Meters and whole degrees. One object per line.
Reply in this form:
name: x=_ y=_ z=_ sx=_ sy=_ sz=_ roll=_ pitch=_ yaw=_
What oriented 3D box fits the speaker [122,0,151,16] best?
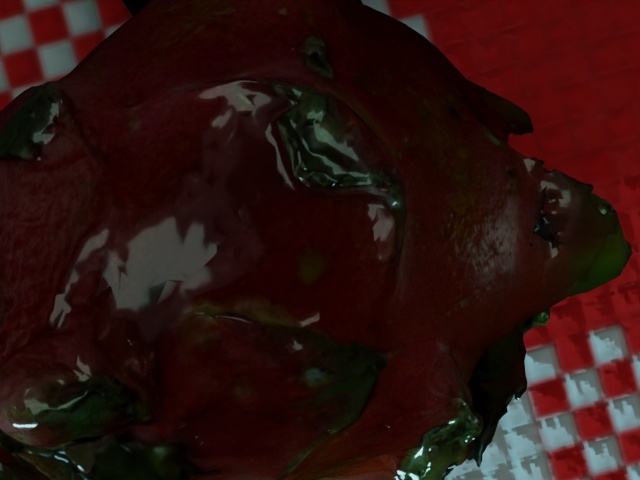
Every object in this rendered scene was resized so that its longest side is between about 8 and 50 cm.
speaker: x=-0.044 y=-0.217 z=0.485 sx=0.192 sy=0.153 sz=0.231 roll=-32 pitch=89 yaw=-2

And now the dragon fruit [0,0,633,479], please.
dragon fruit: x=-0.001 y=0.021 z=0.430 sx=0.198 sy=0.269 sz=0.200 roll=-5 pitch=59 yaw=38
